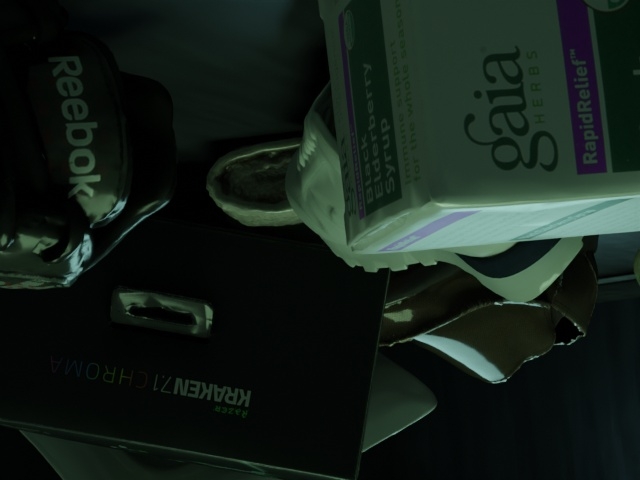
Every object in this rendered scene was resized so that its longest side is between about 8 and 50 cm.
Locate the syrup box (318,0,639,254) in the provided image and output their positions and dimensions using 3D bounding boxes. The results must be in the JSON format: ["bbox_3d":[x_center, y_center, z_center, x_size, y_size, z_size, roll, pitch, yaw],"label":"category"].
[{"bbox_3d":[0.125,-0.056,0.437,0.237,0.093,0.096,-4,173,-16],"label":"syrup box"}]

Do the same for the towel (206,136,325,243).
[{"bbox_3d":[0.081,-0.032,0.792,0.282,0.049,0.187,-6,172,-1],"label":"towel"}]

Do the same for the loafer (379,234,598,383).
[{"bbox_3d":[0.149,0.056,1.148,0.134,0.130,0.366,-12,177,38],"label":"loafer"}]

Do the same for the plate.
[{"bbox_3d":[-0.094,0.110,1.090,0.278,0.045,0.277,-25,-142,-27],"label":"plate"}]

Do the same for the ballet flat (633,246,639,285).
[{"bbox_3d":[0.242,-0.029,0.756,0.168,0.057,0.052,-41,146,-14],"label":"ballet flat"}]

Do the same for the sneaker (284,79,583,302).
[{"bbox_3d":[0.031,-0.041,0.583,0.095,0.090,0.235,35,169,-21],"label":"sneaker"}]

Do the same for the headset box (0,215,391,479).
[{"bbox_3d":[-0.094,0.071,0.853,0.246,0.131,0.283,10,170,0],"label":"headset box"}]

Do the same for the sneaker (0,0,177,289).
[{"bbox_3d":[-0.134,-0.031,0.393,0.135,0.097,0.276,-9,175,23],"label":"sneaker"}]

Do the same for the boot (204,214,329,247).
[{"bbox_3d":[0.000,0.000,0.961,0.158,0.059,0.084,-2,167,-26],"label":"boot"}]
